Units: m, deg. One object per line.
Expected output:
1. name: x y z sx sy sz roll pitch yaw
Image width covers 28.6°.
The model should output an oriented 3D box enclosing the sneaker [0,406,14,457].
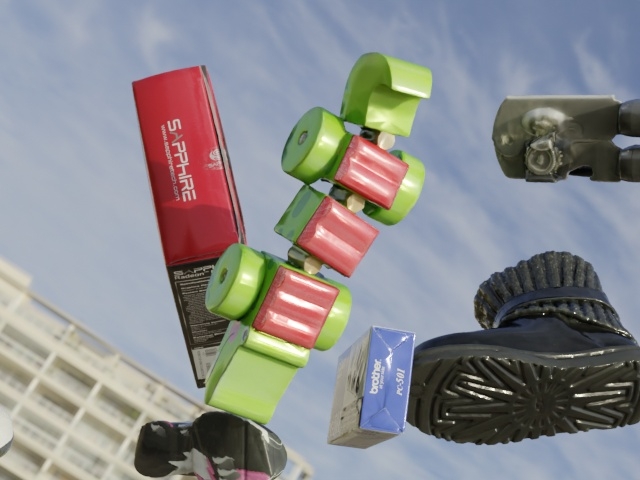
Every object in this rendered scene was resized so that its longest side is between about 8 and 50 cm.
1. sneaker: -0.359 0.116 1.127 0.270 0.145 0.090 21 15 -48

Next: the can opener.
1. can opener: 0.286 -0.089 1.071 0.283 0.095 0.076 3 -77 26

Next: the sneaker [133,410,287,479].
1. sneaker: -0.091 0.192 1.175 0.178 0.072 0.077 1 -5 44

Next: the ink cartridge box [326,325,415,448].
1. ink cartridge box: 0.047 0.151 1.248 0.046 0.097 0.207 10 -15 -5

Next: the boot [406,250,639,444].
1. boot: 0.225 0.122 1.543 0.348 0.260 0.131 3 -59 -18

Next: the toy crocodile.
1. toy crocodile: 0.000 0.000 1.071 0.115 0.340 0.105 28 2 -22

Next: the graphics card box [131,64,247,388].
1. graphics card box: -0.137 -0.001 1.455 0.094 0.232 0.371 -12 -25 -5
